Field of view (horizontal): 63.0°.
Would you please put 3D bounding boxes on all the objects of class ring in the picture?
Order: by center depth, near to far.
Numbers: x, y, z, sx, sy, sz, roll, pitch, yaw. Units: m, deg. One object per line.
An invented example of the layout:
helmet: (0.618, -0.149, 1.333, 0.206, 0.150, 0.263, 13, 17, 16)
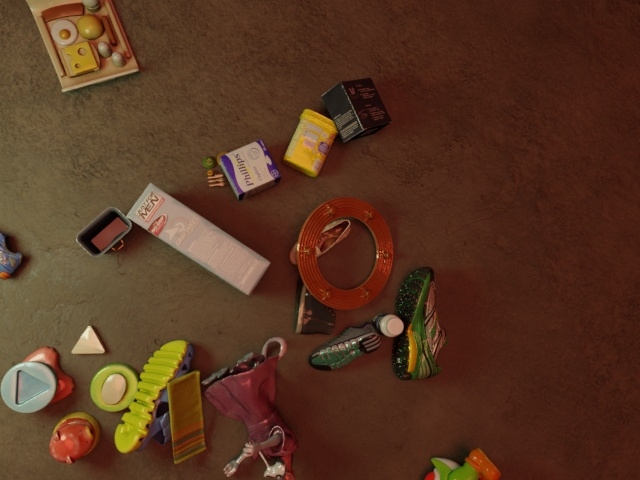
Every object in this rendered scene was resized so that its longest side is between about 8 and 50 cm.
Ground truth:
ring: (0.085, 0.038, 1.537, 0.337, 0.032, 0.336, 0, 90, -31)

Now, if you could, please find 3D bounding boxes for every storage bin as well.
storage bin: (-0.582, -0.015, 1.439, 0.135, 0.091, 0.098, -45, 94, -11)

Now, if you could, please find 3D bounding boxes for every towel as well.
towel: (-0.360, 0.478, 1.413, 0.102, 0.021, 0.237, -15, 108, -49)

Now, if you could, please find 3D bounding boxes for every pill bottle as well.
pill bottle: (0.203, 0.252, 1.551, 0.067, 0.120, 0.066, 1, 84, -11)

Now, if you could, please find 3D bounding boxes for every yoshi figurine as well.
yoshi figurine: (0.370, 0.782, 1.503, 0.362, 0.203, 0.203, -35, 99, -9)

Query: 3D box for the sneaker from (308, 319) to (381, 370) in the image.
sneaker: (0.070, 0.312, 1.556, 0.224, 0.098, 0.083, -21, 119, 7)

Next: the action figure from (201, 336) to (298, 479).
action figure: (-0.159, 0.501, 1.453, 0.276, 0.248, 0.370, -33, 91, -39)

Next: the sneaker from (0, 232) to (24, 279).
sneaker: (-0.886, 0.000, 1.394, 0.087, 0.083, 0.221, -42, 99, -25)

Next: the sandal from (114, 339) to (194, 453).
sandal: (-0.430, 0.428, 1.429, 0.138, 0.126, 0.317, 40, 67, -43)

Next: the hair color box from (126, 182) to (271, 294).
hair color box: (-0.328, 0.005, 1.438, 0.375, 0.185, 0.113, 34, 80, -6)

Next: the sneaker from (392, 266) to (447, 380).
sneaker: (0.310, 0.249, 1.582, 0.147, 0.134, 0.343, 5, 93, -17)

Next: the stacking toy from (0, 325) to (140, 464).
stacking toy: (-0.648, 0.400, 1.368, 0.280, 0.130, 0.309, -40, 93, -11)

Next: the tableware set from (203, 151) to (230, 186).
tableware set: (-0.267, -0.214, 1.555, 0.154, 0.024, 0.103, -10, 84, -11)

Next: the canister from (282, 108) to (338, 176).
canister: (-0.030, -0.292, 1.581, 0.126, 0.073, 0.169, 25, 82, -9)

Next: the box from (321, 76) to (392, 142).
box: (0.111, -0.396, 1.575, 0.156, 0.093, 0.158, -25, 90, -46)

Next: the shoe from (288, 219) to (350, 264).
shoe: (0.000, 0.000, 1.566, 0.219, 0.058, 0.076, -34, 92, -12)

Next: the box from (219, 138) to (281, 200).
box: (-0.204, -0.204, 1.514, 0.137, 0.072, 0.126, -27, 86, -12)

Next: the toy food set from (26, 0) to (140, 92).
toy food set: (-0.672, -0.586, 1.473, 0.220, 0.092, 0.305, -22, 89, -12)

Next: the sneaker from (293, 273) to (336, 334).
sneaker: (-0.008, 0.170, 1.546, 0.118, 0.083, 0.221, 8, 93, -15)
